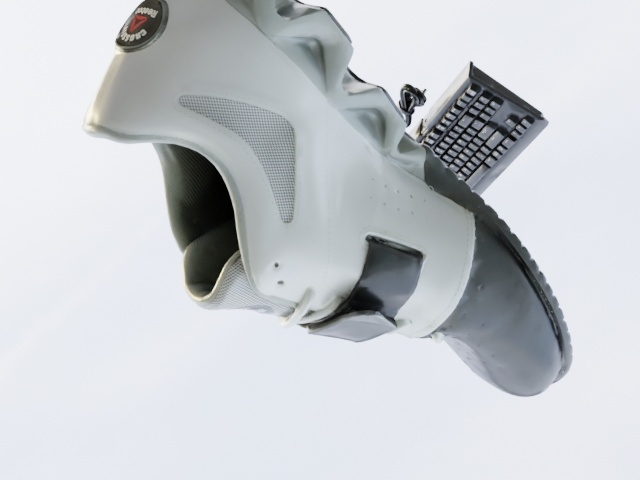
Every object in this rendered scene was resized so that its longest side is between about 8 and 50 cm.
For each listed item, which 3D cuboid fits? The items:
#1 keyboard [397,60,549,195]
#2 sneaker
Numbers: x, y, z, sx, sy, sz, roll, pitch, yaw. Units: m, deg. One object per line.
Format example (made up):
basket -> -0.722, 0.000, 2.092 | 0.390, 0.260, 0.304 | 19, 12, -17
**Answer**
keyboard -> 0.100, -0.082, 1.578 | 0.108, 0.180, 0.023 | 35, -123, -3
sneaker -> 0.000, 0.000, 1.039 | 0.146, 0.330, 0.122 | -52, -152, -14
